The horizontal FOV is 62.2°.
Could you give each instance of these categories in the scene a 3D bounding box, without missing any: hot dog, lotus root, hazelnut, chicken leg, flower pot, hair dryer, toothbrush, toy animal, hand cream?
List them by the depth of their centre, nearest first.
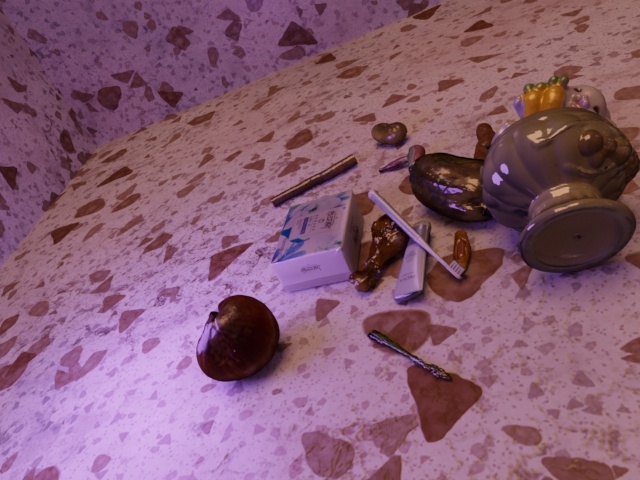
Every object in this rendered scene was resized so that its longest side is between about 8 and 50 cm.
[{"bbox_3d":[0.496,-0.090,1.087,0.307,0.307,0.244,-15,50,18],"label":"flower pot"},{"bbox_3d":[-0.194,0.229,1.212,0.204,0.178,0.178,-43,32,4],"label":"hazelnut"},{"bbox_3d":[0.337,0.021,1.267,0.044,0.028,0.137,-3,37,21],"label":"hot dog"},{"bbox_3d":[0.230,0.047,1.283,0.079,0.048,0.255,-31,24,39],"label":"hand cream"},{"bbox_3d":[0.225,-0.022,1.288,0.030,0.025,0.342,-52,54,12],"label":"toothbrush"},{"bbox_3d":[0.590,-0.268,1.321,0.310,0.247,0.183,-39,48,9],"label":"toy animal"},{"bbox_3d":[0.150,0.031,1.346,0.107,0.087,0.251,-2,45,47],"label":"chicken leg"},{"bbox_3d":[0.348,-0.141,1.374,0.160,0.152,0.275,-36,42,-20],"label":"lotus root"},{"bbox_3d":[0.257,-0.242,1.693,0.154,0.054,0.106,-15,37,36],"label":"hair dryer"}]

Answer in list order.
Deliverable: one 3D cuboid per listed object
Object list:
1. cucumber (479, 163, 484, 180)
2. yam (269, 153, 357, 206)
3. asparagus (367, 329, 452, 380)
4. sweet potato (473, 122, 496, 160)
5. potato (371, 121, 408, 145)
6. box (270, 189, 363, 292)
[{"bbox_3d":[0.500,-0.159,1.231,0.256,0.043,0.044,-1,0,4],"label":"cucumber"},{"bbox_3d":[-0.023,-0.204,1.834,0.326,0.045,0.045,-28,63,-1],"label":"yam"},{"bbox_3d":[0.177,0.233,1.087,0.233,0.023,0.022,23,102,51],"label":"asparagus"},{"bbox_3d":[0.478,-0.259,1.532,0.067,0.059,0.281,-21,29,32],"label":"sweet potato"},{"bbox_3d":[0.243,-0.376,1.860,0.091,0.070,0.138,-45,35,-23],"label":"potato"},{"bbox_3d":[-0.001,-0.002,1.458,0.203,0.116,0.274,-12,35,20],"label":"box"}]
